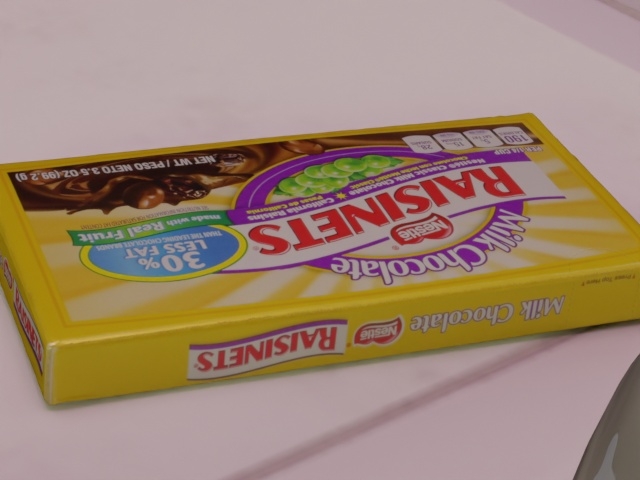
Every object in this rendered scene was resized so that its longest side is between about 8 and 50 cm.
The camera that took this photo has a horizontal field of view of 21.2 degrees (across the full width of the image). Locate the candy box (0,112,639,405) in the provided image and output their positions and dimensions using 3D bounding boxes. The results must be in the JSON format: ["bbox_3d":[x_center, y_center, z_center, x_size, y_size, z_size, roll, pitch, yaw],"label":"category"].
[{"bbox_3d":[0.000,0.000,0.555,0.206,0.027,0.105,-7,37,-21],"label":"candy box"}]

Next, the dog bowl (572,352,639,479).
[{"bbox_3d":[0.215,0.093,0.369,0.348,0.102,0.349,4,31,-2],"label":"dog bowl"}]
